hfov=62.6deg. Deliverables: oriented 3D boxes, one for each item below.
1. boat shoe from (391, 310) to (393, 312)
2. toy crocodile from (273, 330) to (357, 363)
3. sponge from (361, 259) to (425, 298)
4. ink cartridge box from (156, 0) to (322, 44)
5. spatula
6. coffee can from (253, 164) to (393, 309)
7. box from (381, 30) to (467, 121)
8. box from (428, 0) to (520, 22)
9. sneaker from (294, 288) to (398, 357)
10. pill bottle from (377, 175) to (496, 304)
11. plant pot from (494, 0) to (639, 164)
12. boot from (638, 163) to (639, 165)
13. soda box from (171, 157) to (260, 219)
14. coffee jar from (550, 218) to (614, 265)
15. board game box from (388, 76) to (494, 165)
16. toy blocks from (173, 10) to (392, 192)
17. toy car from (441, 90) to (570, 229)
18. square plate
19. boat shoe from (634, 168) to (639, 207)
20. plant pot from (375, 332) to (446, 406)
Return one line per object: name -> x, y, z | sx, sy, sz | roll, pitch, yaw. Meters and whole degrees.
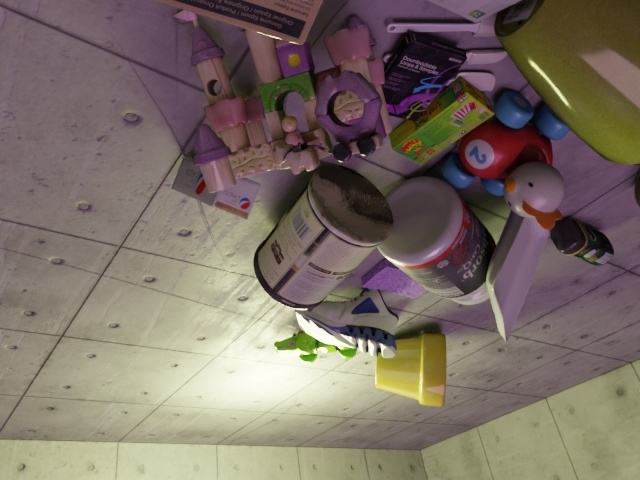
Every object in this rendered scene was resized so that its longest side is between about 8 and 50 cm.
boat shoe -> 0.214, 0.275, 1.744 | 0.042, 0.049, 0.133 | -8, 151, -17
toy crocodile -> 0.015, 0.333, 1.746 | 0.340, 0.105, 0.115 | -8, 146, 5
sponge -> 0.234, 0.114, 1.533 | 0.210, 0.031, 0.117 | 15, 139, -31
ink cartridge box -> -0.106, -0.347, 0.601 | 0.193, 0.235, 0.088 | 8, 141, -23
spatula -> 0.216, -0.324, 0.915 | 0.241, 0.019, 0.168 | -3, 150, -9
coffee can -> 0.000, 0.000, 1.158 | 0.201, 0.202, 0.275 | 12, 140, -29
box -> 0.162, -0.282, 0.925 | 0.116, 0.029, 0.162 | 7, 146, -24
box -> 0.163, -0.391, 0.663 | 0.321, 0.059, 0.232 | 9, 177, -27
sneaker -> 0.095, 0.220, 1.574 | 0.315, 0.182, 0.127 | 16, 146, 14
pill bottle -> 0.295, 0.017, 1.252 | 0.210, 0.210, 0.363 | -28, 144, 24
plant pot -> 0.428, -0.303, 0.813 | 0.293, 0.275, 0.275 | 23, 136, -18
boot -> 0.610, -0.228, 0.980 | 0.178, 0.236, 0.085 | -15, 122, 0
soda box -> -0.197, -0.099, 0.967 | 0.073, 0.216, 0.069 | 21, 90, -36
coffee jar -> 0.715, 0.005, 1.445 | 0.184, 0.096, 0.079 | 16, 135, -32
board game box -> 0.232, -0.225, 1.023 | 0.092, 0.043, 0.181 | 20, 139, -36
toy blocks -> -0.057, -0.241, 0.763 | 0.288, 0.309, 0.260 | -12, 104, 16
toy car -> 0.395, -0.127, 1.046 | 0.210, 0.238, 0.219 | 7, 142, -24
square plate -> 0.483, 0.035, 1.288 | 0.049, 0.344, 0.347 | 18, 159, 32
boat shoe -> 0.821, -0.179, 1.193 | 0.103, 0.113, 0.302 | -4, 145, 1
plant pot -> 0.319, 0.453, 1.876 | 0.238, 0.254, 0.254 | 1, 147, 9
